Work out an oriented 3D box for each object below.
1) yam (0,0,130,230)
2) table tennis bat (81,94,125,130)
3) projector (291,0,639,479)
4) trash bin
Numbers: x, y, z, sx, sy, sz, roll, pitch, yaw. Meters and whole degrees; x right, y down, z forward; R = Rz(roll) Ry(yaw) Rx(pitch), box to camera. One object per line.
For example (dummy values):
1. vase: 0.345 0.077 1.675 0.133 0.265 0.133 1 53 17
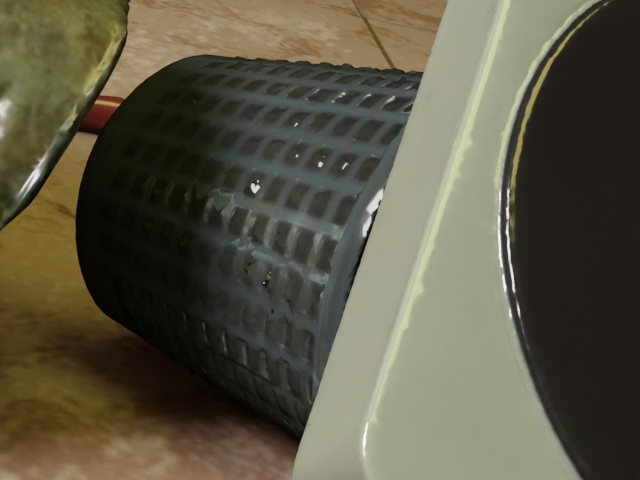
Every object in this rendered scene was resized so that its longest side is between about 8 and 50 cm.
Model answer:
1. yam: -0.214 -0.115 0.595 0.300 0.195 0.195 43 18 -12
2. table tennis bat: -0.177 -0.077 0.908 0.154 0.019 0.098 8 22 -15
3. projector: 0.137 0.028 0.566 0.257 0.079 0.259 29 58 -16
4. trash bin: 0.000 0.000 0.674 0.161 0.175 0.175 19 19 36
